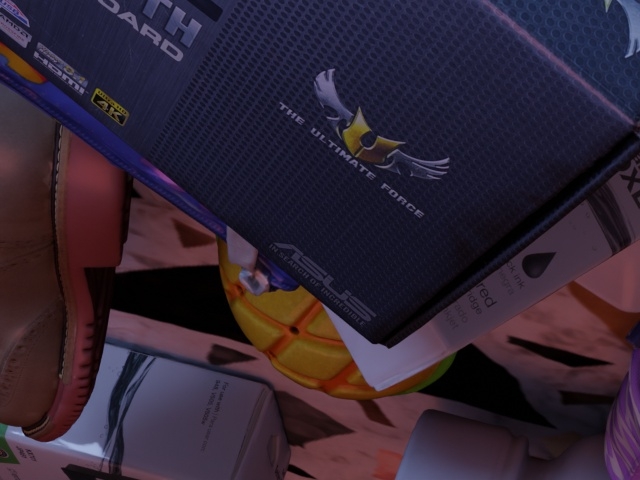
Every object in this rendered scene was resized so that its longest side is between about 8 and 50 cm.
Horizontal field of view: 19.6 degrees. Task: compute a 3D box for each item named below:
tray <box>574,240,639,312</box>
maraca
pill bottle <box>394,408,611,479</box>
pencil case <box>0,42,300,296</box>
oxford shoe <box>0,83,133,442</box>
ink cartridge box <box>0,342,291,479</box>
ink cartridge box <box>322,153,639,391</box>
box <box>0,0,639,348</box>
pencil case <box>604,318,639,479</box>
[{"bbox_3d":[0.171,-0.034,0.766,0.145,0.030,0.270,30,153,-25],"label":"tray"},{"bbox_3d":[0.000,0.000,0.891,0.127,0.099,0.185,-9,119,33],"label":"maraca"},{"bbox_3d":[0.222,0.241,1.068,0.392,0.224,0.224,16,155,9],"label":"pill bottle"},{"bbox_3d":[-0.077,-0.091,0.707,0.306,0.133,0.119,36,154,-31],"label":"pencil case"},{"bbox_3d":[-0.168,-0.002,0.952,0.130,0.123,0.348,7,146,-8],"label":"oxford shoe"},{"bbox_3d":[-0.136,0.138,1.281,0.208,0.086,0.153,13,155,12],"label":"ink cartridge box"},{"bbox_3d":[0.060,-0.030,0.675,0.109,0.150,0.063,59,150,3],"label":"ink cartridge box"},{"bbox_3d":[-0.027,-0.083,0.502,0.233,0.059,0.183,39,153,-3],"label":"box"},{"bbox_3d":[0.183,0.088,0.900,0.086,0.088,0.206,28,170,13],"label":"pencil case"}]
